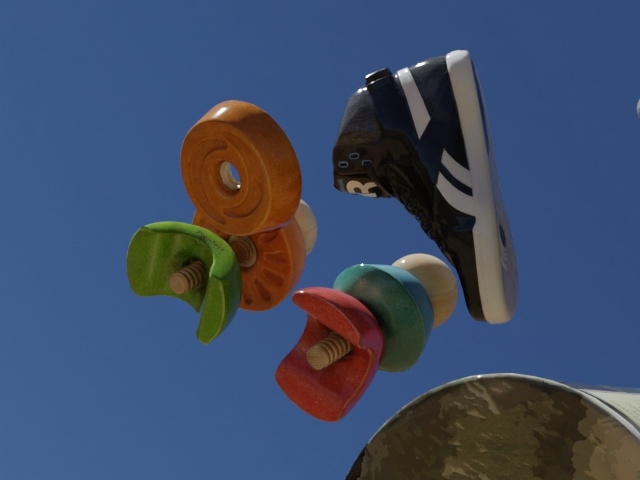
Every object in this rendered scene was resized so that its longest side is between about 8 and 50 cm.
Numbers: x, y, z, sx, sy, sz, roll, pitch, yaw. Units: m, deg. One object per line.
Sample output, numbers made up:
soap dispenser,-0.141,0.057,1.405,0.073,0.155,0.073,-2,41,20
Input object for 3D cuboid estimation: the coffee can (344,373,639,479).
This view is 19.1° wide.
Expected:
coffee can,0.160,0.172,0.953,0.201,0.202,0.275,2,-5,37

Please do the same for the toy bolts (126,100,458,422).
toy bolts,0.000,0.000,1.434,0.228,0.158,0.218,37,-49,22

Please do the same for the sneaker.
sneaker,0.072,-0.028,1.398,0.121,0.217,0.079,-13,-27,13

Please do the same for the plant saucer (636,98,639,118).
plant saucer,0.409,-0.028,1.285,0.400,0.100,0.400,30,1,-1
